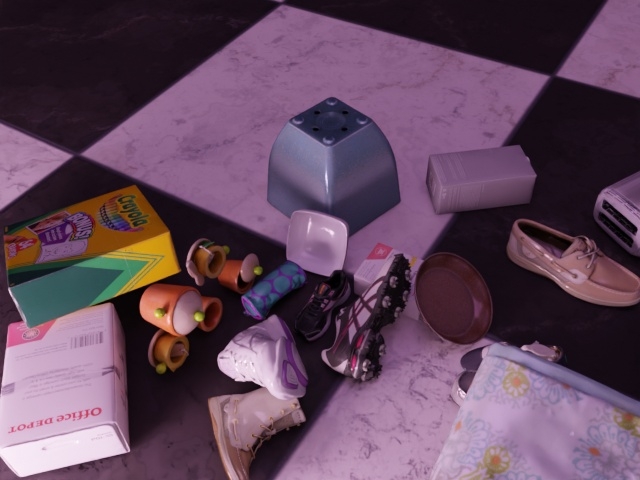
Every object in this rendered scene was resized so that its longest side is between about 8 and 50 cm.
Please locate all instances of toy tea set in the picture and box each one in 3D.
[{"bbox_3d":[-0.221,0.116,1.354,0.124,0.199,0.336,12,42,26],"label":"toy tea set"}]

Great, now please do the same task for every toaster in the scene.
[{"bbox_3d":[0.733,-0.066,1.521,0.147,0.129,0.227,-21,50,-14],"label":"toaster"}]

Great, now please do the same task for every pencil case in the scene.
[{"bbox_3d":[-0.100,0.107,1.443,0.152,0.064,0.070,-39,101,-29],"label":"pencil case"}]

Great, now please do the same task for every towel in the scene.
[{"bbox_3d":[0.382,0.369,1.038,0.375,0.090,0.320,23,64,18],"label":"towel"}]

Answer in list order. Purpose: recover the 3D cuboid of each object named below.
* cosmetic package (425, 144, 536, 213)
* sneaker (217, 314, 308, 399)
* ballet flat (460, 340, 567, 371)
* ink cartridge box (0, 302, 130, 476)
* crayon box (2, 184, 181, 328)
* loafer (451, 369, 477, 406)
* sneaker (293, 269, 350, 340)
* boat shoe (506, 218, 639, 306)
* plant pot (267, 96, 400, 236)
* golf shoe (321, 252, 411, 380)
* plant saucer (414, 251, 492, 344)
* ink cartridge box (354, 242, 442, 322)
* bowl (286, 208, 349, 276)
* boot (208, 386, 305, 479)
[{"bbox_3d":[0.391,-0.151,1.642,0.238,0.107,0.127,-4,46,-4],"label":"cosmetic package"},{"bbox_3d":[-0.110,0.234,1.237,0.152,0.114,0.305,-22,9,-6],"label":"sneaker"},{"bbox_3d":[0.377,0.225,1.300,0.203,0.074,0.074,2,46,5],"label":"ballet flat"},{"bbox_3d":[-0.480,0.276,1.265,0.208,0.117,0.282,-11,46,-8],"label":"ink cartridge box"},{"bbox_3d":[-0.503,0.015,1.444,0.313,0.106,0.363,-22,28,-18],"label":"crayon box"},{"bbox_3d":[0.394,0.300,1.197,0.320,0.111,0.112,16,49,18],"label":"loafer"},{"bbox_3d":[0.000,0.127,1.410,0.072,0.077,0.178,19,51,21],"label":"sneaker"},{"bbox_3d":[0.551,0.043,1.445,0.302,0.098,0.109,28,54,26],"label":"boat shoe"},{"bbox_3d":[0.028,-0.186,1.590,0.248,0.252,0.247,-34,54,-26],"label":"plant pot"},{"bbox_3d":[0.093,0.140,1.335,0.120,0.105,0.272,12,67,37],"label":"golf shoe"},{"bbox_3d":[0.267,0.123,1.376,0.199,0.036,0.198,12,62,-25],"label":"plant saucer"},{"bbox_3d":[0.185,0.094,1.438,0.198,0.067,0.115,22,52,22],"label":"ink cartridge box"},{"bbox_3d":[0.000,0.000,1.502,0.142,0.141,0.053,16,24,20],"label":"bowl"},{"bbox_3d":[-0.104,0.348,1.202,0.165,0.077,0.213,-15,41,-12],"label":"boot"}]
